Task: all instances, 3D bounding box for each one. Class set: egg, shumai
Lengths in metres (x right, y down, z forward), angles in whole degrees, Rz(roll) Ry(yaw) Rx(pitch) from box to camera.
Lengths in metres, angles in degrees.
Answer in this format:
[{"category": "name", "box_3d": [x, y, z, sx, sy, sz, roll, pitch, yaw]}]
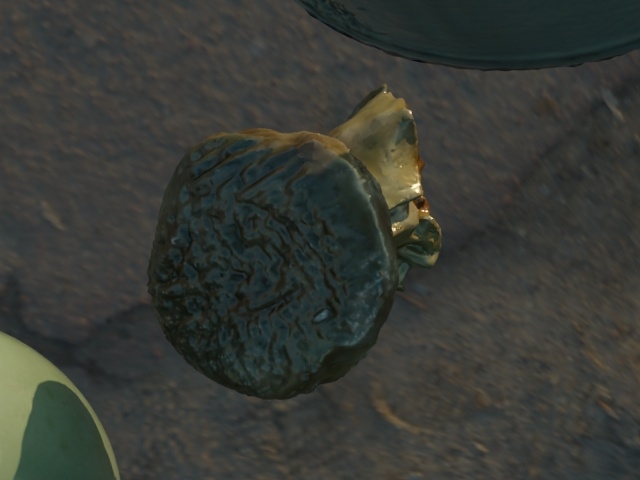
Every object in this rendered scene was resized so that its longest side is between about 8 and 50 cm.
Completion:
[{"category": "egg", "box_3d": [-0.234, 0.160, 1.212, 0.203, 0.283, 0.203, -10, 51, 13]}, {"category": "shumai", "box_3d": [0.000, 0.000, 1.116, 0.209, 0.153, 0.161, -24, 87, 49]}]

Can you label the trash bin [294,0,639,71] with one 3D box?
[{"category": "trash bin", "box_3d": [0.019, -0.181, 0.420, 0.217, 0.262, 0.277, -35, 63, 10]}]
